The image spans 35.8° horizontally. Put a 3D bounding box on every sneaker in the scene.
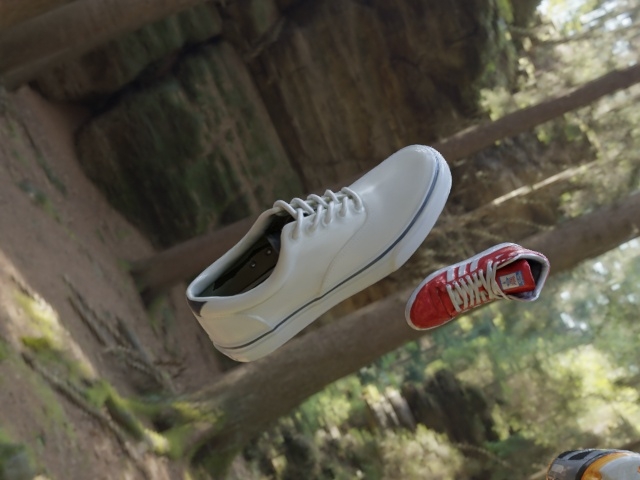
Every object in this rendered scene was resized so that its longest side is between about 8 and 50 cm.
[{"bbox_3d":[0.000,0.000,0.844,0.094,0.258,0.091,46,-4,46],"label":"sneaker"},{"bbox_3d":[0.127,0.039,0.789,0.042,0.118,0.067,64,-14,-14],"label":"sneaker"},{"bbox_3d":[0.257,0.204,0.723,0.214,0.084,0.083,33,-12,-20],"label":"sneaker"}]
